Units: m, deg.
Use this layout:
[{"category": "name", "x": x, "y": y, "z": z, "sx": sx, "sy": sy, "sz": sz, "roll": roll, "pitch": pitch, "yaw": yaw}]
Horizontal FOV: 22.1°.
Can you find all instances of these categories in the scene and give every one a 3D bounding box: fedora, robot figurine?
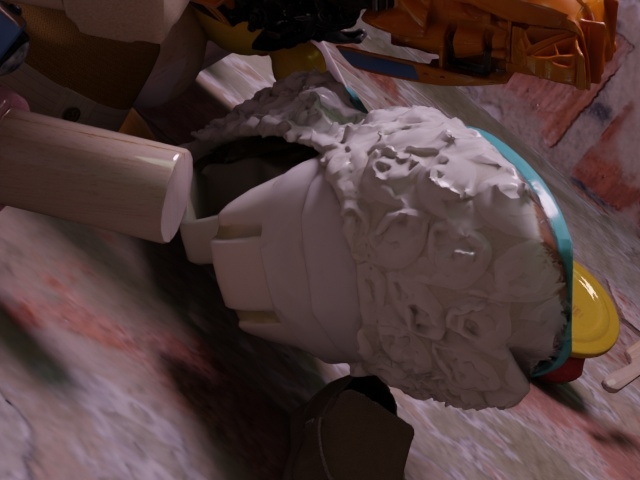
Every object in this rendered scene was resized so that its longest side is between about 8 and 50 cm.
[{"category": "fedora", "x": -0.157, "y": -0.121, "z": 0.972, "sx": 0.194, "sy": 0.079, "sz": 0.194, "roll": 37, "pitch": 13, "yaw": -10}, {"category": "robot figurine", "x": 0.022, "y": -0.180, "z": 0.896, "sx": 0.291, "sy": 0.211, "sz": 0.085, "roll": 13, "pitch": 38, "yaw": 18}]

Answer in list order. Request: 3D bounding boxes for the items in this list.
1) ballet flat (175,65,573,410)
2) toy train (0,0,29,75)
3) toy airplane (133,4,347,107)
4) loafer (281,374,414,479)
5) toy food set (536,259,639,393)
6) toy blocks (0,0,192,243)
[{"category": "ballet flat", "x": 0.000, "y": 0.000, "z": 0.835, "sx": 0.147, "sy": 0.147, "sz": 0.409, "roll": 36, "pitch": 1, "yaw": -17}, {"category": "toy train", "x": -0.231, "y": -0.143, "z": 0.828, "sx": 0.184, "sy": 0.080, "sz": 0.105, "roll": 43, "pitch": 30, "yaw": -6}, {"category": "toy airplane", "x": -0.056, "y": -0.177, "z": 1.161, "sx": 0.386, "sy": 0.272, "sz": 0.384, "roll": 39, "pitch": -29, "yaw": 41}, {"category": "loafer", "x": 0.015, "y": 0.099, "z": 0.760, "sx": 0.056, "sy": 0.050, "sz": 0.148, "roll": 33, "pitch": 12, "yaw": -17}, {"category": "toy food set", "x": 0.169, "y": 0.062, "z": 1.338, "sx": 0.218, "sy": 0.071, "sz": 0.128, "roll": 40, "pitch": 36, "yaw": 12}, {"category": "toy blocks", "x": -0.147, "y": -0.209, "z": 0.693, "sx": 0.260, "sy": 0.309, "sz": 0.288, "roll": 14, "pitch": 48, "yaw": 9}]
